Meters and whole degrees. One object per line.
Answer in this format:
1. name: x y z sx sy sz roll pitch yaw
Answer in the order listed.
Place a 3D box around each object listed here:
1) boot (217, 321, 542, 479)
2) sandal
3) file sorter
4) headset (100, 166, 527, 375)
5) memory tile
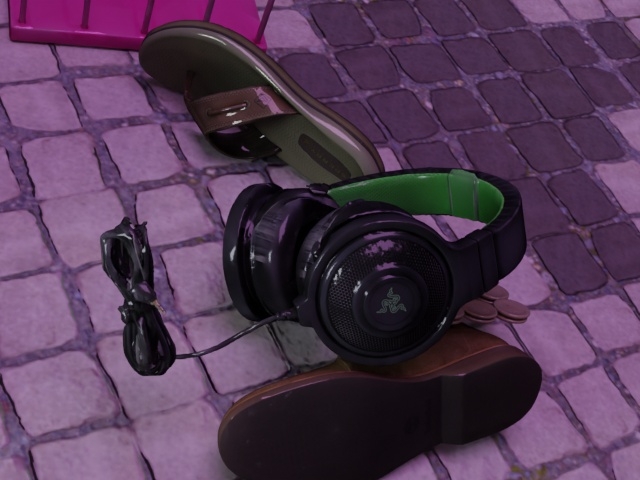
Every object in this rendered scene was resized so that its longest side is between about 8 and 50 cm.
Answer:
1. boot: 0.040 0.137 0.934 0.305 0.112 0.115 -9 29 -27
2. sandal: -0.070 -0.126 1.093 0.303 0.120 0.086 35 61 10
3. file sorter: -0.197 -0.348 1.184 0.290 0.182 0.202 1 51 -21
4. headset: 0.000 0.000 0.903 0.394 0.185 0.243 -27 27 -32
5. memory tile: 0.129 0.046 1.046 0.113 0.012 0.148 1 25 -25
